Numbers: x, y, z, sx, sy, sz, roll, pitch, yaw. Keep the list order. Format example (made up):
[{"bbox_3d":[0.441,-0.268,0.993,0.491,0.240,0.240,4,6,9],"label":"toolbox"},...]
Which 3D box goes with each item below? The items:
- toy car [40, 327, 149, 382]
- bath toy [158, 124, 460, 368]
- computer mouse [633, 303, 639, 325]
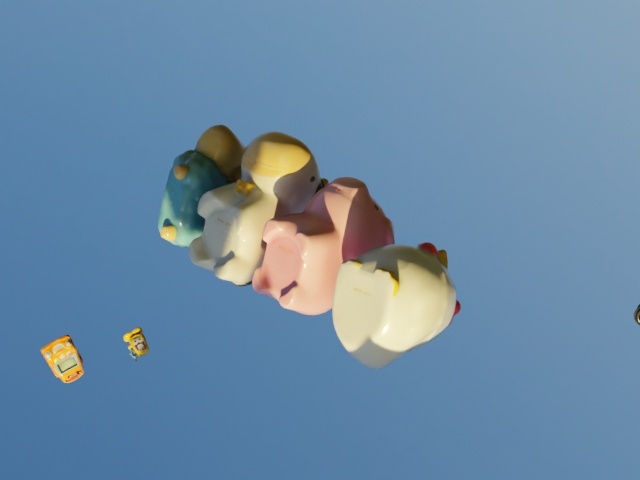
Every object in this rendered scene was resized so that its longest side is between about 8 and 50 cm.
[{"bbox_3d":[-0.230,0.115,1.479,0.122,0.060,0.040,-19,-121,-26],"label":"toy car"},{"bbox_3d":[0.000,0.000,1.306,0.129,0.151,0.348,6,-162,-44],"label":"bath toy"},{"bbox_3d":[0.372,0.008,1.307,0.106,0.193,0.042,17,165,42],"label":"computer mouse"}]
